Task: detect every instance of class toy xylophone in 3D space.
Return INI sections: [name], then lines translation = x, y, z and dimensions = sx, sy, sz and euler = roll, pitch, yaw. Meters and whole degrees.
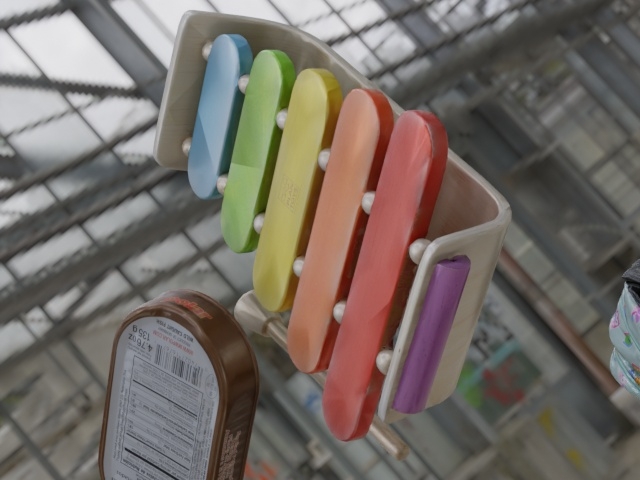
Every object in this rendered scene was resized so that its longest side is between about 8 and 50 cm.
[toy xylophone]
translation = 0.000, 0.000, 0.920
dimensions = 0.081, 0.323, 0.236
euler = -5, -65, -32

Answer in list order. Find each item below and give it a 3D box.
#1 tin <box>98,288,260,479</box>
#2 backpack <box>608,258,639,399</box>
[tin]
translation = -0.099, 0.123, 1.017
dimensions = 0.040, 0.106, 0.189
euler = -21, -50, -47
[backpack]
translation = 0.296, 0.083, 1.119
dimensions = 0.152, 0.182, 0.115
euler = -19, -46, -36
